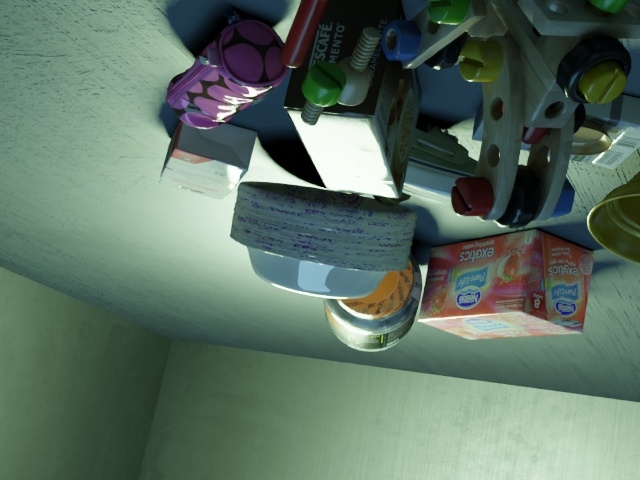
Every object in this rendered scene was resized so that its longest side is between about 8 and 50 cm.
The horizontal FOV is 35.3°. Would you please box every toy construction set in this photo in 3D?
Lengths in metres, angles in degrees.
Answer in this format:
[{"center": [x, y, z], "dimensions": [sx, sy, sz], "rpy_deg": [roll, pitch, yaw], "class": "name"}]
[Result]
[{"center": [0.138, -0.182, 0.874], "dimensions": [0.309, 0.257, 0.237], "rpy_deg": [16, 141, -8], "class": "toy construction set"}]

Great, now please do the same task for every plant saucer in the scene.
[{"center": [0.295, -0.121, 1.160], "dimensions": [0.084, 0.015, 0.083], "rpy_deg": [11, 165, 3], "class": "plant saucer"}]

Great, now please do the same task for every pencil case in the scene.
[{"center": [-0.120, -0.196, 1.207], "dimensions": [0.098, 0.095, 0.209], "rpy_deg": [-21, 178, -26], "class": "pencil case"}]

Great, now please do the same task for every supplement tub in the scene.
[{"center": [0.099, 0.101, 1.963], "dimensions": [0.194, 0.193, 0.316], "rpy_deg": [11, 166, 5], "class": "supplement tub"}]

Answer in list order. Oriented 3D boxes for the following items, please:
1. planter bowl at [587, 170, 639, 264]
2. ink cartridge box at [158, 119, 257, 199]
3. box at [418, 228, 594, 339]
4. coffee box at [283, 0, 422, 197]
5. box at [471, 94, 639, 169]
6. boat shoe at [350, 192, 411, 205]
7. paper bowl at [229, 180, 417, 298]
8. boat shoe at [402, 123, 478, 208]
[{"center": [0.463, -0.042, 1.302], "dimensions": [0.217, 0.090, 0.217], "rpy_deg": [17, 158, 7], "class": "planter bowl"}, {"center": [-0.180, -0.126, 1.564], "dimensions": [0.115, 0.067, 0.198], "rpy_deg": [15, 164, -14], "class": "ink cartridge box"}, {"center": [0.326, 0.087, 1.809], "dimensions": [0.142, 0.154, 0.300], "rpy_deg": [19, 165, -27], "class": "box"}, {"center": [0.044, -0.156, 1.127], "dimensions": [0.098, 0.141, 0.246], "rpy_deg": [9, 164, 13], "class": "coffee box"}, {"center": [0.287, -0.140, 1.198], "dimensions": [0.186, 0.038, 0.145], "rpy_deg": [11, 165, -1], "class": "box"}, {"center": [0.088, -0.100, 1.480], "dimensions": [0.072, 0.068, 0.190], "rpy_deg": [-13, 166, 31], "class": "boat shoe"}, {"center": [0.000, 0.000, 1.575], "dimensions": [0.284, 0.148, 0.284], "rpy_deg": [9, -171, -1], "class": "paper bowl"}, {"center": [0.139, -0.107, 1.325], "dimensions": [0.302, 0.094, 0.109], "rpy_deg": [17, 175, -16], "class": "boat shoe"}]
